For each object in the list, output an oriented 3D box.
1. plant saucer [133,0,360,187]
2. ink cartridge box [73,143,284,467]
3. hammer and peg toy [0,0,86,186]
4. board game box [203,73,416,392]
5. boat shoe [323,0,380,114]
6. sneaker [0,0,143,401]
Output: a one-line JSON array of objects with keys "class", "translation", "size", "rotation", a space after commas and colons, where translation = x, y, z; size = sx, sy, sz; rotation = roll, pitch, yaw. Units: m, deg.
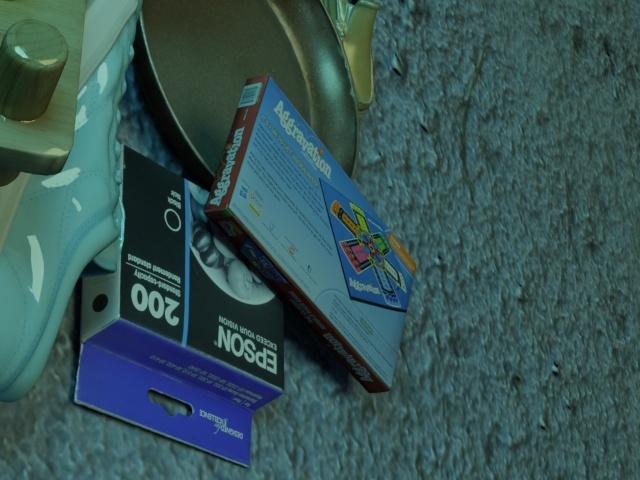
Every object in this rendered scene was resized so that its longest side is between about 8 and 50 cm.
[{"class": "plant saucer", "translation": [-0.072, -0.156, 1.297], "size": [0.311, 0.050, 0.310], "rotation": [30, 50, -44]}, {"class": "ink cartridge box", "translation": [-0.105, 0.055, 1.141], "size": [0.206, 0.045, 0.208], "rotation": [30, 51, -47]}, {"class": "hammer and peg toy", "translation": [-0.312, -0.173, 0.828], "size": [0.361, 0.127, 0.266], "rotation": [12, 54, -20]}, {"class": "board game box", "translation": [0.000, 0.000, 1.258], "size": [0.281, 0.027, 0.145], "rotation": [50, 44, -41]}, {"class": "boat shoe", "translation": [0.027, -0.223, 1.456], "size": [0.068, 0.072, 0.190], "rotation": [-5, 78, -57]}, {"class": "sneaker", "translation": [-0.194, -0.050, 1.003], "size": [0.150, 0.135, 0.366], "rotation": [53, 44, -38]}]
